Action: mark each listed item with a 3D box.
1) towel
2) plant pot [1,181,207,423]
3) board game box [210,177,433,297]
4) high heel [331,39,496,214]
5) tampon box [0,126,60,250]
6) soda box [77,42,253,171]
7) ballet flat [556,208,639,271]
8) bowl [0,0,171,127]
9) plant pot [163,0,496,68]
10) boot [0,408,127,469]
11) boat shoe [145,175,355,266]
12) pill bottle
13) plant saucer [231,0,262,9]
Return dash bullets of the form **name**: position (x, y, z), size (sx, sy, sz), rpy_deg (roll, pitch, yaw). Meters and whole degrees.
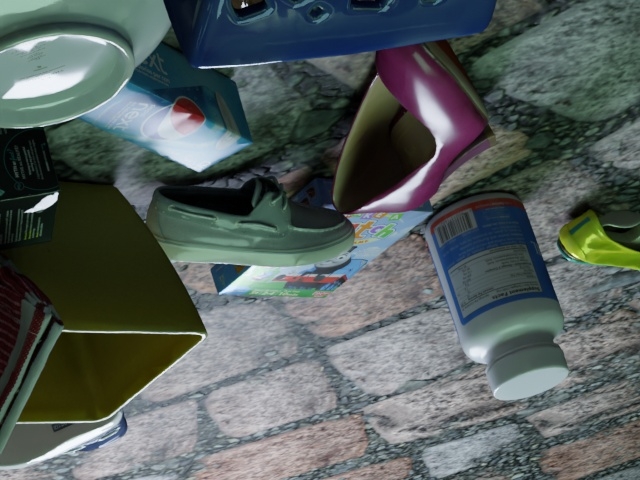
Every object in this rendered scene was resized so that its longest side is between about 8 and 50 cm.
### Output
- **towel**: position (-0.347, 0.116, 1.812), size (0.037, 0.329, 0.237), rpy_deg (24, 95, -31)
- **plant pot**: position (-0.271, 0.054, 1.965), size (0.212, 0.187, 0.212), rpy_deg (4, 149, -39)
- **board game box**: position (0.000, 0.000, 2.220), size (0.160, 0.039, 0.211), rpy_deg (3, 149, -39)
- **high heel**: position (0.065, -0.106, 1.902), size (0.181, 0.127, 0.377), rpy_deg (-30, 159, 4)
- **tampon box**: position (-0.326, -0.058, 1.759), size (0.161, 0.120, 0.101), rpy_deg (-9, 155, -17)
- **soda box**: position (-0.149, -0.130, 1.783), size (0.067, 0.071, 0.210), rpy_deg (-27, 155, 23)
- **ballet flat**: position (0.392, -0.001, 2.455), size (0.231, 0.077, 0.077), rpy_deg (8, 130, -41)
- **bowl**: position (-0.228, -0.179, 1.542), size (0.298, 0.134, 0.298), rpy_deg (-15, 157, -6)
- **plant pot**: position (0.002, -0.280, 1.365), size (0.236, 0.236, 0.212), rpy_deg (-9, 149, -17)
- **boot**: position (-0.337, 0.255, 2.516), size (0.190, 0.069, 0.086), rpy_deg (-17, 154, -4)
- **boat shoe**: position (-0.069, -0.024, 2.047), size (0.227, 0.079, 0.081), rpy_deg (0, 120, -17)
- **pill bottle**: position (0.208, 0.067, 2.280), size (0.124, 0.221, 0.124), rpy_deg (-14, 157, -6)
- **plant saucer**: position (-0.047, -0.221, 1.706), size (0.168, 0.029, 0.168), rpy_deg (-14, 157, -6)
